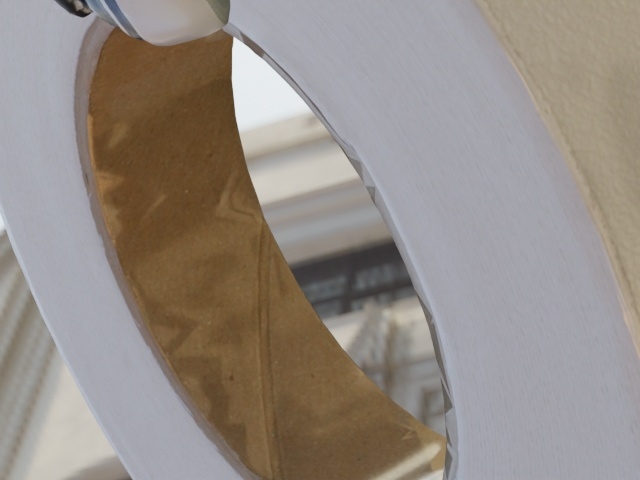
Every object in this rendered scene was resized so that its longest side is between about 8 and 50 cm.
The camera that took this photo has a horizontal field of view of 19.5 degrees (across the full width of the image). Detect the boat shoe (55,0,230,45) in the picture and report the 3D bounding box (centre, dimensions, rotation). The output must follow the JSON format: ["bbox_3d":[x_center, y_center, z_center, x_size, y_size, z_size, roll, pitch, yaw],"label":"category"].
[{"bbox_3d":[-0.085,-0.093,0.288,0.065,0.083,0.183,-97,-20,-49],"label":"boat shoe"}]

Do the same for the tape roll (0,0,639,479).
[{"bbox_3d":[0.000,0.000,0.630,0.072,0.392,0.392,-27,-75,-28],"label":"tape roll"}]
